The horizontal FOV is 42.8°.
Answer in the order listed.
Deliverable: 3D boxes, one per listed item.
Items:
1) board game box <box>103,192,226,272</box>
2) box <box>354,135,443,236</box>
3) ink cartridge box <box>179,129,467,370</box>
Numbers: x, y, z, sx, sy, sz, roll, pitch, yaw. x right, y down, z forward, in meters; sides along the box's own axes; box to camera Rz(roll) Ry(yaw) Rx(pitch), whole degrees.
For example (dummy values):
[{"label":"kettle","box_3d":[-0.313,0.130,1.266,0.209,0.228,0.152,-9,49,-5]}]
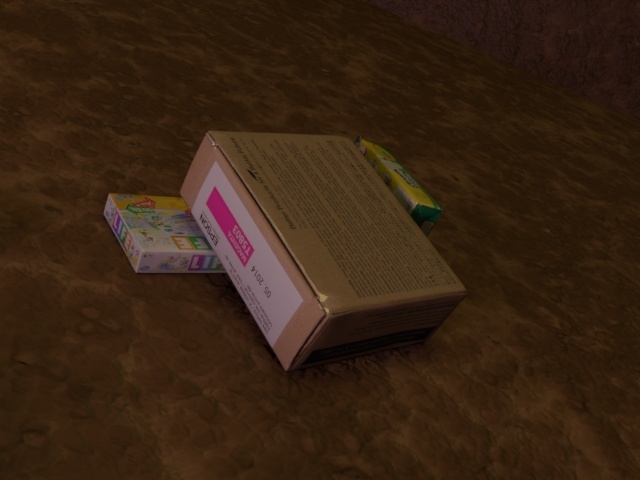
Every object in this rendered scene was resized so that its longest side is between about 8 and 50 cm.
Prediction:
[{"label":"board game box","box_3d":[-0.129,-0.007,0.831,0.154,0.026,0.103,2,33,-36]},{"label":"box","box_3d":[0.064,-0.042,0.961,0.043,0.105,0.179,15,26,-33]},{"label":"ink cartridge box","box_3d":[0.000,0.000,0.803,0.193,0.088,0.234,-5,50,-41]}]
